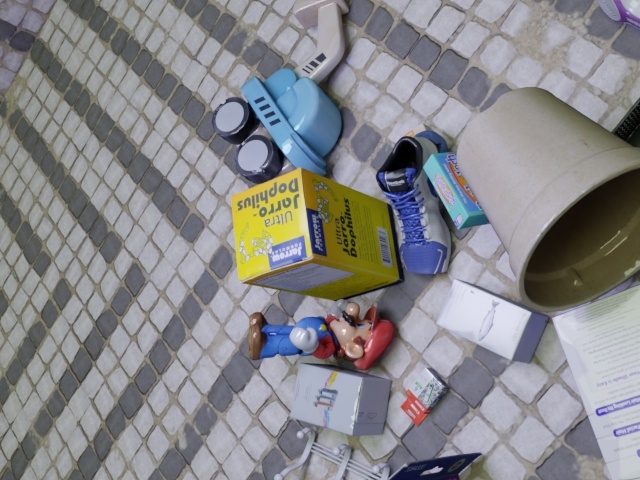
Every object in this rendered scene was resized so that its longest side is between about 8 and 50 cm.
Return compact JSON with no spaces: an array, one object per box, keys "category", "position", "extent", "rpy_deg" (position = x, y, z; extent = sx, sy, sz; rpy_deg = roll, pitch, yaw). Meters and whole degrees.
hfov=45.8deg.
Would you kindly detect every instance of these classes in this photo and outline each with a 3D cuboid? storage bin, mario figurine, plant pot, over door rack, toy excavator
[{"category":"storage bin","position":[0.605,-0.164,1.412],"extent":[0.122,0.084,0.180],"rpy_deg":[46,108,34]},{"category":"mario figurine","position":[0.003,0.183,1.671],"extent":[0.170,0.320,0.198],"rpy_deg":[98,170,-49]},{"category":"plant pot","position":[0.410,-0.099,1.332],"extent":[0.334,0.334,0.305],"rpy_deg":[-46,48,19]},{"category":"over door rack","position":[0.002,0.608,1.673],"extent":[0.239,0.108,0.324],"rpy_deg":[15,89,39]},{"category":"toy excavator","position":[-0.045,-0.371,1.893],"extent":[0.445,0.222,0.433],"rpy_deg":[-37,59,9]}]

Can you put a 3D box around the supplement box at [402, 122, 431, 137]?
[{"category":"supplement box","position":[0.233,-0.208,1.726],"extent":[0.062,0.036,0.098],"rpy_deg":[-33,62,28]}]

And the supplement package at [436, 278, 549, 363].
[{"category":"supplement package","position":[0.344,0.160,1.519],"extent":[0.179,0.105,0.105],"rpy_deg":[24,94,37]}]

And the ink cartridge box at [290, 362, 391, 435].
[{"category":"ink cartridge box","position":[0.046,0.351,1.683],"extent":[0.176,0.128,0.127],"rpy_deg":[8,84,37]}]

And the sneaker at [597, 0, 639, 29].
[{"category":"sneaker","position":[0.644,-0.476,1.455],"extent":[0.152,0.114,0.305],"rpy_deg":[-43,61,5]}]

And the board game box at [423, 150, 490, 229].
[{"category":"board game box","position":[0.333,-0.110,1.527],"extent":[0.160,0.210,0.047],"rpy_deg":[65,149,27]}]

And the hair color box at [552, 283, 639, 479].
[{"category":"hair color box","position":[0.564,0.265,1.333],"extent":[0.185,0.110,0.339],"rpy_deg":[-27,63,28]}]

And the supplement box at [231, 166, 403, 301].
[{"category":"supplement box","position":[0.000,0.000,1.652],"extent":[0.194,0.356,0.195],"rpy_deg":[-19,69,32]}]

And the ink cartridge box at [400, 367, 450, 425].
[{"category":"ink cartridge box","position":[0.217,0.335,1.622],"extent":[0.063,0.029,0.115],"rpy_deg":[45,107,34]}]

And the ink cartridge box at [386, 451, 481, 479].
[{"category":"ink cartridge box","position":[0.144,0.536,1.445],"extent":[0.330,0.324,0.071],"rpy_deg":[-46,58,20]}]

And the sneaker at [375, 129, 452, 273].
[{"category":"sneaker","position":[0.188,-0.085,1.619],"extent":[0.127,0.182,0.315],"rpy_deg":[-1,91,33]}]
